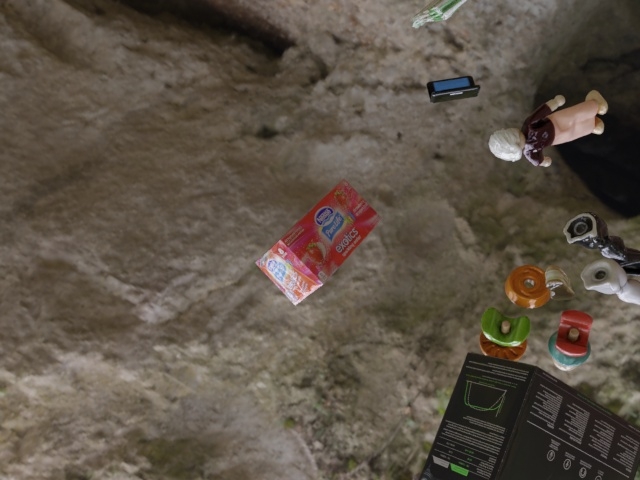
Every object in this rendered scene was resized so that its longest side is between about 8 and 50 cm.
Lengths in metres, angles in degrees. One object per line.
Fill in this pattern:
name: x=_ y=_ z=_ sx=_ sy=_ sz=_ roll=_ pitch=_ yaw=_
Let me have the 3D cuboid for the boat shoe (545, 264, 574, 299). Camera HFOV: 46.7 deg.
boat shoe: x=0.487 y=0.087 z=1.505 sx=0.050 sy=0.045 sz=0.135 roll=-7 pitch=156 yaw=22

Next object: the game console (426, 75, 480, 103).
game console: x=0.336 y=-0.395 z=1.882 sx=0.122 sy=0.071 sz=0.107 roll=-9 pitch=173 yaw=4

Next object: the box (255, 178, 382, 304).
box: x=0.000 y=0.000 z=1.573 sx=0.128 sy=0.257 sz=0.122 roll=46 pitch=139 yaw=-2

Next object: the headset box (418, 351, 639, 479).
headset box: x=0.266 y=0.329 z=0.968 sx=0.246 sy=0.283 sz=0.131 roll=30 pitch=166 yaw=-27

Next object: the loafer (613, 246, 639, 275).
loafer: x=0.874 y=0.070 z=1.947 sx=0.223 sy=0.078 sz=0.076 roll=7 pitch=138 yaw=11

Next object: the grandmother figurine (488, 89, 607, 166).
grandmother figurine: x=0.600 y=-0.288 z=1.977 sx=0.342 sy=0.208 sz=0.104 roll=-18 pitch=-151 yaw=-19

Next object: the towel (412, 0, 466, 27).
towel: x=0.342 y=-0.598 z=1.759 sx=0.038 sy=0.248 sz=0.325 roll=51 pitch=-175 yaw=-11

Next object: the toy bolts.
toy bolts: x=0.481 y=0.193 z=1.624 sx=0.228 sy=0.218 sz=0.158 roll=18 pitch=151 yaw=20

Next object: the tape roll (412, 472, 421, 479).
tape roll: x=0.318 y=0.661 z=1.825 sx=0.219 sy=0.072 sz=0.219 roll=23 pitch=-177 yaw=-1

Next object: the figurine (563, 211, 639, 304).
figurine: x=0.715 y=0.055 z=1.820 sx=0.209 sy=0.092 sz=0.215 roll=20 pitch=-133 yaw=-39
